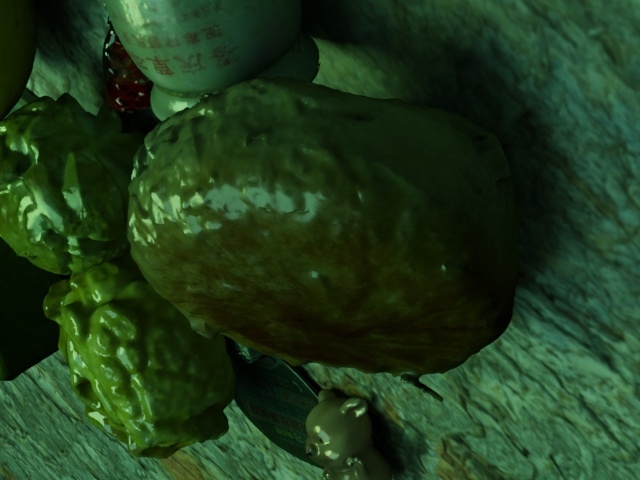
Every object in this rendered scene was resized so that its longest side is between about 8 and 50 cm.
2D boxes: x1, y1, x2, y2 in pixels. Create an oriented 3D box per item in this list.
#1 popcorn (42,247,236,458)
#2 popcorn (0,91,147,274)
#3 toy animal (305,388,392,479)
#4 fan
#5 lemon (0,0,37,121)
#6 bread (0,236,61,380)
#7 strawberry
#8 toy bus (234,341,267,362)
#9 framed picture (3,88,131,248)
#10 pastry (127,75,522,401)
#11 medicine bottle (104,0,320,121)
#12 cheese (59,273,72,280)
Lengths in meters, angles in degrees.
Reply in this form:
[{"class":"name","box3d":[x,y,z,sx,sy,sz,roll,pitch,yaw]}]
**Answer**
[{"class":"popcorn","box3d":[-0.189,0.140,1.549,0.225,0.174,0.286,48,155,40]},{"class":"popcorn","box3d":[-0.242,-0.059,1.427,0.197,0.213,0.198,64,-179,-2]},{"class":"toy animal","box3d":[0.030,0.221,1.463,0.084,0.089,0.150,0,123,31]},{"class":"fan","box3d":[-0.073,0.154,1.599,0.294,0.012,0.223,51,154,1]},{"class":"lemon","box3d":[-0.409,-0.225,1.389,0.260,0.260,0.284,44,148,14]},{"class":"bread","box3d":[-0.458,0.007,1.833,0.366,0.129,0.381,33,149,49]},{"class":"strawberry","box3d":[-0.148,-0.187,1.204,0.140,0.085,0.192,-95,11,-49]},{"class":"toy bus","box3d":[-0.066,0.032,1.369,0.089,0.081,0.195,43,153,35]},{"class":"framed picture","box3d":[-0.326,-0.092,1.670,0.289,0.016,0.213,37,150,25]},{"class":"pastry","box3d":[0.000,0.000,1.045,0.330,0.136,0.329,8,154,4]},{"class":"medicine bottle","box3d":[-0.085,-0.175,1.070,0.147,0.147,0.143,23,142,42]},{"class":"cheese","box3d":[-0.311,0.055,1.801,0.095,0.038,0.145,36,150,26]}]
